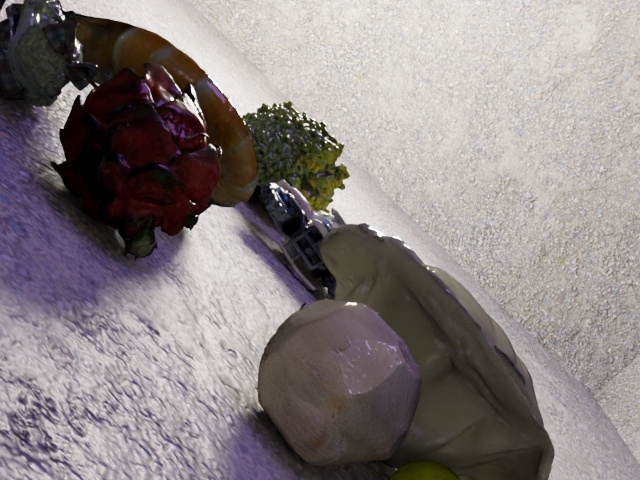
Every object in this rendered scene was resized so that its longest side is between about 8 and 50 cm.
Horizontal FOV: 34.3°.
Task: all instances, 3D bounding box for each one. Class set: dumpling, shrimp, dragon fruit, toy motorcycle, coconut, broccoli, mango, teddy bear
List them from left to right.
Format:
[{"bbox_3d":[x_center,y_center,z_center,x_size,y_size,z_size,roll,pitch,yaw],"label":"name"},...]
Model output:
[{"bbox_3d":[-0.329,-0.214,1.172,0.213,0.111,0.133,-151,-126,-64],"label":"teddy bear"},{"bbox_3d":[-0.194,-0.093,1.107,0.188,0.182,0.182,40,4,41],"label":"dragon fruit"},{"bbox_3d":[-0.237,-0.186,1.358,0.445,0.085,0.272,32,-26,30],"label":"shrimp"},{"bbox_3d":[-0.045,-0.137,1.825,0.242,0.180,0.273,51,11,34],"label":"broccoli"},{"bbox_3d":[-0.005,0.003,1.678,0.204,0.108,0.239,-38,109,-75],"label":"toy motorcycle"},{"bbox_3d":[0.024,0.149,1.050,0.162,0.161,0.161,41,7,28],"label":"coconut"},{"bbox_3d":[0.133,0.301,1.092,0.163,0.089,0.117,43,11,-16],"label":"mango"},{"bbox_3d":[0.148,0.143,1.186,0.395,0.233,0.315,62,-25,-6],"label":"dumpling"}]

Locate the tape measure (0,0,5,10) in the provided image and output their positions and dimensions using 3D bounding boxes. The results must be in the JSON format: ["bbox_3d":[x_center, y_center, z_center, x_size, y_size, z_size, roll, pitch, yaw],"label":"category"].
[{"bbox_3d":[-0.424,-0.405,1.201,0.138,0.262,0.259,21,24,-44],"label":"tape measure"}]
